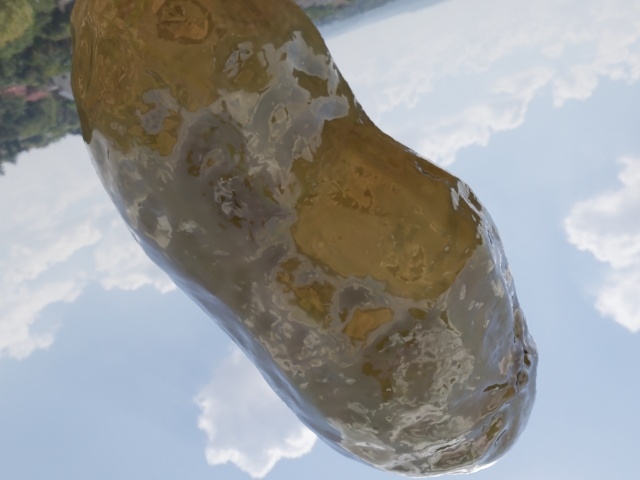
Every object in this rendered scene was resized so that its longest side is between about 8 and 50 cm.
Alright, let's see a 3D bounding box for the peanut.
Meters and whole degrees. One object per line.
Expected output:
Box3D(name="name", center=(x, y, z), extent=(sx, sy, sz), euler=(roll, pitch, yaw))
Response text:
Box3D(name="peanut", center=(0.000, 0.000, 0.404), extent=(0.169, 0.387, 0.192), euler=(-49, -162, -22))
